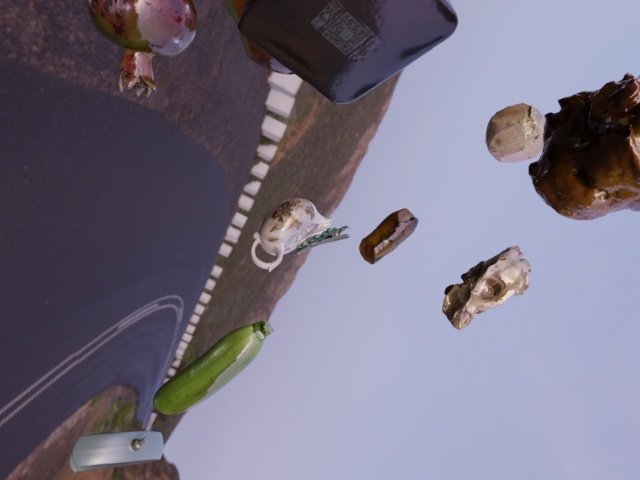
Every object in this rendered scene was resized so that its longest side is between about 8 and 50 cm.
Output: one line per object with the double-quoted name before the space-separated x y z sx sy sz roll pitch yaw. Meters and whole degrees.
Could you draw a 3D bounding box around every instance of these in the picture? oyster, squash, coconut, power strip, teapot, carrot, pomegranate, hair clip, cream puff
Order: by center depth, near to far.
"pomegranate" -0.230 -0.270 0.528 0.159 0.130 0.129 -68 -168 -14
"cream puff" 0.440 -0.137 0.631 0.240 0.155 0.269 -65 -164 -11
"power strip" -0.320 0.333 0.675 0.216 0.137 0.044 -43 -133 48
"oyster" 0.375 0.105 0.989 0.233 0.161 0.107 -43 -151 2
"carrot" 0.177 -0.015 1.111 0.173 0.082 0.082 -37 -178 -19
"squash" -0.285 0.342 1.116 0.395 0.107 0.107 -38 -166 7
"hair clip" 0.000 0.000 1.163 0.173 0.049 0.049 -22 -156 15
"teapot" -0.098 -0.026 1.302 0.298 0.139 0.204 -38 165 -24
"coconut" 0.618 -0.340 1.366 0.194 0.195 0.194 -59 -169 18

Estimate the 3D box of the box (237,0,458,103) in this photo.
"box" 0.045 -0.382 0.735 0.290 0.289 0.073 -23 -127 43

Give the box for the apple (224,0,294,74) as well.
"apple" -0.101 -0.652 1.120 0.384 0.375 0.374 -54 -167 49
